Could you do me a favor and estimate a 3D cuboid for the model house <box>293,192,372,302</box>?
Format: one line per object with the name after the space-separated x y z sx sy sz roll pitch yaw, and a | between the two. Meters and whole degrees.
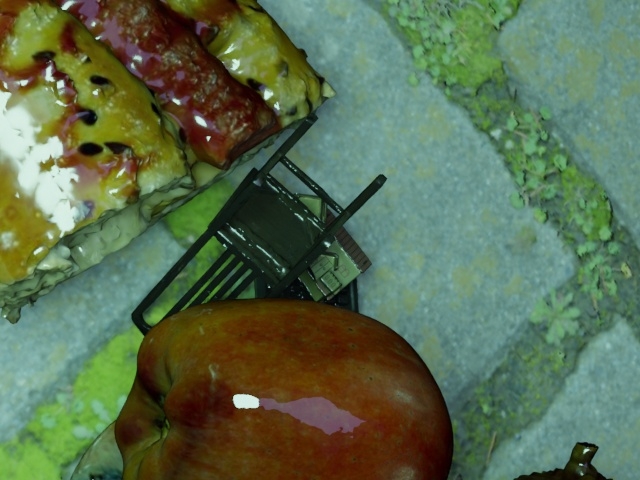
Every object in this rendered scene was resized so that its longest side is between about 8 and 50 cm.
0.000 0.000 1.389 0.058 0.057 0.083 -38 90 -24 | model house

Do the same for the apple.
-0.030 0.147 1.234 0.234 0.234 0.234 4 81 -27 | apple

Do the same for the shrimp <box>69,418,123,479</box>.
-0.077 0.300 1.321 0.247 0.085 0.360 -16 85 -40 | shrimp

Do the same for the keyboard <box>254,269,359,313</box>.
-0.004 0.103 1.401 0.094 0.025 0.230 2 73 -25 | keyboard

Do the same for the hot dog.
-0.192 -0.181 1.250 0.365 0.196 0.367 55 40 -2 | hot dog

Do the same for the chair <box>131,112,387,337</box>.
-0.053 0.008 1.326 0.084 0.212 0.101 43 44 -2 | chair

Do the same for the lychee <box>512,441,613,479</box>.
0.195 0.275 1.404 0.200 0.200 0.238 -5 107 -28 | lychee
